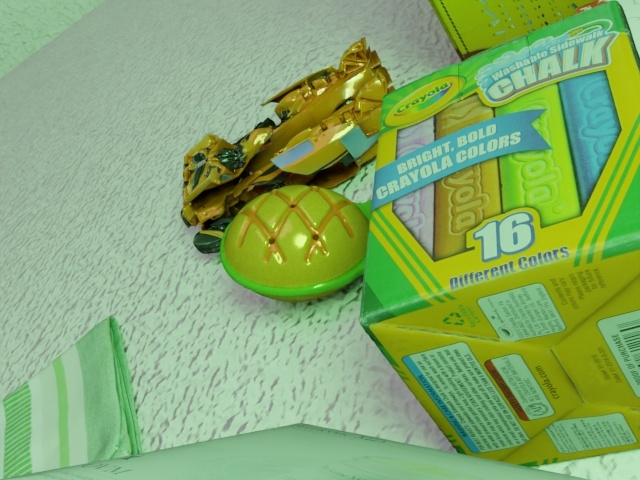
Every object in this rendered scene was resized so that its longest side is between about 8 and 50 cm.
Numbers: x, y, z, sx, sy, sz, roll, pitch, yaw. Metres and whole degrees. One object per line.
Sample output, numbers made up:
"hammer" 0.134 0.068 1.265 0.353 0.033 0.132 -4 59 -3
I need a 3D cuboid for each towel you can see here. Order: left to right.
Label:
"towel" -0.327 0.235 0.783 0.325 0.038 0.248 -37 33 1

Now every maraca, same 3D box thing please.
"maraca" 0.000 0.000 0.717 0.186 0.099 0.127 -5 48 3

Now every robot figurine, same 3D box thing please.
"robot figurine" -0.045 -0.104 0.884 0.291 0.085 0.211 -30 34 11

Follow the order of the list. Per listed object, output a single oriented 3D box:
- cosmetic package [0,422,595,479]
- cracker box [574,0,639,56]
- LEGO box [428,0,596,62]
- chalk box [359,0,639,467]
"cosmetic package" -0.006 0.179 0.367 0.224 0.225 0.138 -1 85 41
"cracker box" 0.335 -0.171 0.636 0.232 0.067 0.155 -18 39 27
"LEGO box" 0.129 -0.464 0.782 0.193 0.500 0.372 -22 38 22
"chalk box" 0.151 -0.023 0.530 0.179 0.180 0.288 -19 37 25
